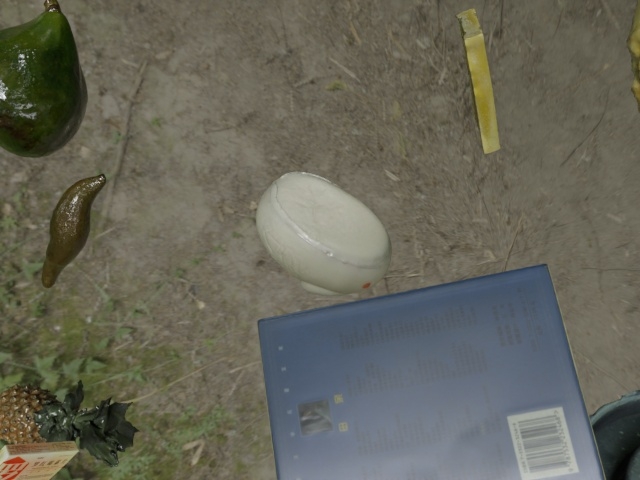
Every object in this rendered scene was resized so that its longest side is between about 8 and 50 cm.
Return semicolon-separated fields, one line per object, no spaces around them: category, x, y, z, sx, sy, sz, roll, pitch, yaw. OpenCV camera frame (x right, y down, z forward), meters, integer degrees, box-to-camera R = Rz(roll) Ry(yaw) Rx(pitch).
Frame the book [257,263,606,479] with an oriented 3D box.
book;0.085;0.137;0.616;0.269;0.025;0.191;-12;70;8

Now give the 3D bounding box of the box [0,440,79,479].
box;-0.307;0.235;0.744;0.058;0.093;0.015;-45;63;13

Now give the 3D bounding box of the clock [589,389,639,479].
clock;0.437;0.315;0.730;0.386;0.386;0.077;15;126;15

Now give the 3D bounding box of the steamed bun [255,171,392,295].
steamed bun;0.000;0.000;1.124;0.228;0.177;0.131;33;128;3

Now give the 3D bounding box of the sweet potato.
sweet potato;-0.389;-0.001;1.081;0.059;0.069;0.250;18;124;-22

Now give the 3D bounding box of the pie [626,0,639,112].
pie;0.406;-0.170;0.555;0.339;0.083;0.340;25;138;25

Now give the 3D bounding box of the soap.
soap;0.281;-0.276;1.257;0.037;0.252;0.092;-12;45;12

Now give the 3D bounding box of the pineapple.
pineapple;-0.455;0.319;1.242;0.277;0.130;0.119;-2;108;28

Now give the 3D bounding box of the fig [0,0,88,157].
fig;-0.449;-0.258;1.108;0.195;0.195;0.245;29;92;14
